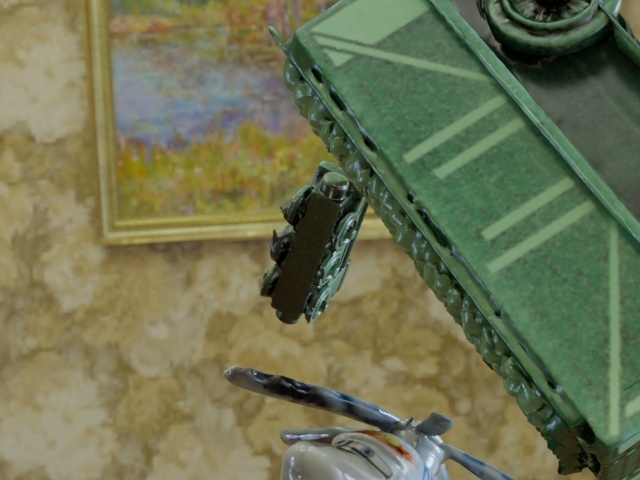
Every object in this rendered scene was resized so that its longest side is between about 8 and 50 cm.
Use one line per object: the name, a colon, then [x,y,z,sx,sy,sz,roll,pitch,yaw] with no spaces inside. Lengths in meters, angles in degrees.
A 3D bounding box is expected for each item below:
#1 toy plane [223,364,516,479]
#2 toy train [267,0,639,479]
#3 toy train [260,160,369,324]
toy plane: [0.042,0.167,0.598,0.182,0.107,0.273,19,-31,20]
toy train: [0.106,-0.025,0.512,0.154,0.269,0.115,-36,-25,2]
toy train: [0.000,0.000,1.135,0.071,0.170,0.111,28,35,11]
